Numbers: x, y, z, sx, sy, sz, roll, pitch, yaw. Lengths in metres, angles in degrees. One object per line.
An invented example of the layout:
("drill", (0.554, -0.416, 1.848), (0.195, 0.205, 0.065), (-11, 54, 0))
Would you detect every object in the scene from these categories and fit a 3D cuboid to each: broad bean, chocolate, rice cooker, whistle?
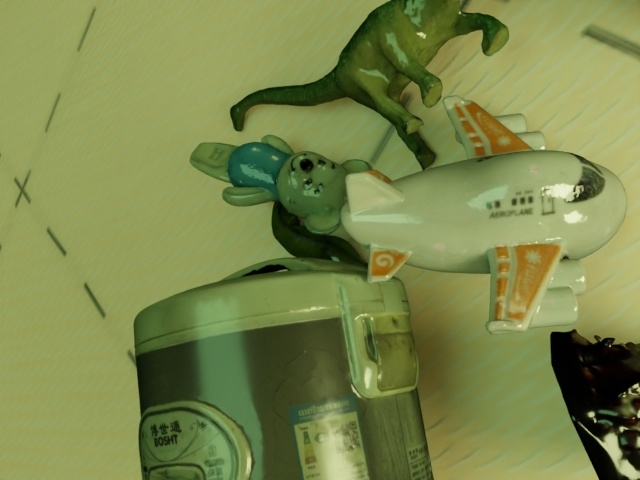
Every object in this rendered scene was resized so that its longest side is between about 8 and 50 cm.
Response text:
("broad bean", (-0.006, 0.005, 0.766), (0.061, 0.046, 0.195), (-53, 53, 11))
("chocolate", (0.265, 0.123, 0.486), (0.133, 0.156, 0.156), (-25, 70, 19))
("rice cooker", (-0.036, 0.157, 0.629), (0.288, 0.288, 0.277), (-17, 75, 37))
("whistle", (-0.058, -0.080, 0.768), (0.236, 0.077, 0.114), (19, 63, 26))

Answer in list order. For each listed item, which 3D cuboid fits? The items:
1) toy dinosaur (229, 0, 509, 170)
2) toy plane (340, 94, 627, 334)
("toy dinosaur", (0.045, -0.228, 0.711), (0.301, 0.087, 0.447), (54, 130, 33))
("toy plane", (0.139, -0.029, 0.556), (0.245, 0.117, 0.244), (-4, 55, 5))
